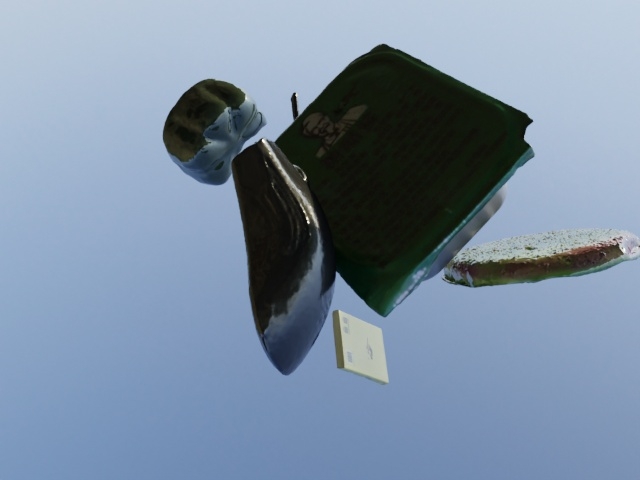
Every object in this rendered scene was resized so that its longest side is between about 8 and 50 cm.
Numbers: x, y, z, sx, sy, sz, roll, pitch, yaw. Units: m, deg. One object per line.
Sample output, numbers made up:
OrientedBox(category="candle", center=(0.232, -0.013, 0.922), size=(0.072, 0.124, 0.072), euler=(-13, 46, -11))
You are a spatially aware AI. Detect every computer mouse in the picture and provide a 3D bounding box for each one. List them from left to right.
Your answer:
OrientedBox(category="computer mouse", center=(-0.029, 0.005, 0.938), size=(0.088, 0.147, 0.264), euler=(-16, -109, 8))

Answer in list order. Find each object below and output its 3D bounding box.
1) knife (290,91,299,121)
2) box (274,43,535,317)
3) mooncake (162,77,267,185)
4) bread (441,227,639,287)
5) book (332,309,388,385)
OrientedBox(category="knife", center=(-0.038, -0.165, 1.501), size=(0.010, 0.170, 0.023), euler=(-4, 177, -24))
OrientedBox(category="box", center=(0.086, -0.072, 1.053), size=(0.264, 0.106, 0.336), euler=(-46, -139, -2))
OrientedBox(category="mooncake", center=(-0.173, -0.178, 1.483), size=(0.104, 0.175, 0.168), euler=(28, -155, 32))
OrientedBox(category="bread", center=(0.249, 0.015, 1.015), size=(0.228, 0.034, 0.228), euler=(-10, -173, 1))
OrientedBox(category="book", center=(0.051, 0.139, 1.141), size=(0.014, 0.111, 0.077), euler=(-20, -119, 28))
